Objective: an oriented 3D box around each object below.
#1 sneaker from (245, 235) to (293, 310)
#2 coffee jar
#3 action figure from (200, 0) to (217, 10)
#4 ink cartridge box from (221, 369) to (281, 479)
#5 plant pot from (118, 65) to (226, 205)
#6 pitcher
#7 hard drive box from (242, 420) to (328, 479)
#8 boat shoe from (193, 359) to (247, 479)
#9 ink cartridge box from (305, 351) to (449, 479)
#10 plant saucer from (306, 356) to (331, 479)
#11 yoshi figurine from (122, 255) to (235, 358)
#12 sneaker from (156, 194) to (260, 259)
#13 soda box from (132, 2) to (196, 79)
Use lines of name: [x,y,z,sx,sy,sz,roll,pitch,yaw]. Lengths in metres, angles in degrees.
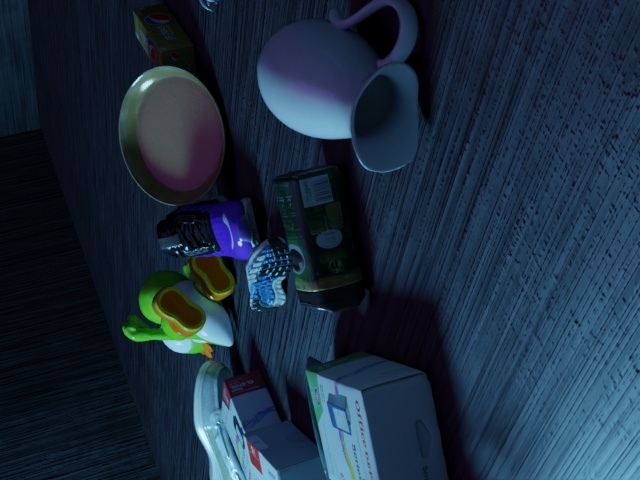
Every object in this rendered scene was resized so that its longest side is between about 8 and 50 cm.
sneaker: [-0.088,0.034,1.913,0.190,0.071,0.082,107,150,-59]
coffee jar: [0.000,0.000,1.588,0.096,0.079,0.184,-175,72,-68]
action figure: [-0.191,-0.466,1.783,0.185,0.099,0.285,16,124,60]
ink cartridge box: [-0.114,0.341,2.227,0.127,0.072,0.175,98,152,-50]
plant pot: [-0.244,-0.177,2.111,0.236,0.032,0.236,8,104,34]
pitcher: [0.025,-0.187,1.328,0.207,0.126,0.177,35,117,49]
hard drive box: [-0.041,0.437,2.051,0.181,0.089,0.232,-156,54,-68]
boat shoe: [-0.164,0.381,2.389,0.118,0.103,0.320,-21,-78,-68]
ink cartridge box: [0.068,0.231,1.544,0.212,0.093,0.154,-175,72,-70]
plant saucer: [0.022,0.251,1.724,0.195,0.037,0.194,-13,-90,-84]
yoshi figurine: [-0.276,0.114,2.388,0.362,0.204,0.203,124,145,-70]
sneaker: [-0.193,-0.009,2.065,0.293,0.146,0.102,-170,68,-72]
soda box: [-0.272,-0.348,2.183,0.181,0.061,0.058,-125,26,-48]
